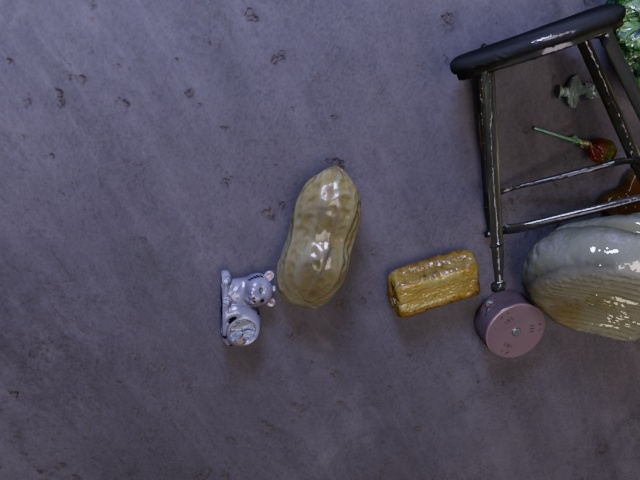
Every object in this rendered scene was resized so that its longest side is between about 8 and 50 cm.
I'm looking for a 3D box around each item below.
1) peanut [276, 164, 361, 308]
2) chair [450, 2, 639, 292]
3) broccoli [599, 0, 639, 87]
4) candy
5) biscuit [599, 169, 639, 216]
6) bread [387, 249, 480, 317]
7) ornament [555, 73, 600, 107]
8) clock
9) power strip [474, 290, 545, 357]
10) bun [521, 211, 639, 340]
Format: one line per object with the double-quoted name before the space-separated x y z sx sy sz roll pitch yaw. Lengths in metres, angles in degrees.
"peanut" 0.000 0.000 1.264 0.152 0.152 0.312 13 107 -17
"chair" 0.441 -0.190 1.156 0.365 0.362 0.409 -16 103 17
"broccoli" 0.673 -0.421 1.183 0.265 0.245 0.294 -22 130 -26
"candy" 0.553 -0.215 1.347 0.201 0.060 0.060 17 108 -9
"biscuit" 0.764 -0.091 1.444 0.236 0.039 0.179 -20 113 -4
"bread" 0.255 0.095 1.389 0.211 0.083 0.113 -14 120 -6
"ornament" 0.544 -0.314 1.305 0.092 0.041 0.068 -24 110 9
"clock" -0.155 0.147 1.326 0.117 0.080 0.176 0 110 -13
"power strip" 0.449 0.199 1.476 0.154 0.078 0.154 -4 114 -10
"bun" 0.633 0.061 1.352 0.365 0.365 0.219 29 61 -21
